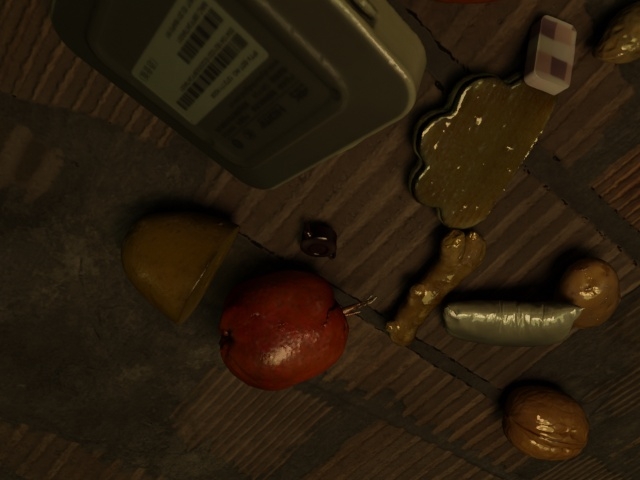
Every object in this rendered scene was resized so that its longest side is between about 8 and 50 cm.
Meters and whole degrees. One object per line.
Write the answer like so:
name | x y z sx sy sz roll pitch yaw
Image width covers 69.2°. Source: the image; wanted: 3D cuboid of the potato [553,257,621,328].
potato | 0.521 0.103 0.911 0.118 0.109 0.178 -11 141 18

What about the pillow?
pillow | 0.369 0.158 0.911 0.254 0.078 0.144 0 146 13

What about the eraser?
eraser | 0.339 -0.273 0.684 0.065 0.026 0.105 14 79 -11

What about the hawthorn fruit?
hawthorn fruit | -0.039 0.150 0.839 0.299 0.211 0.211 -14 122 -7

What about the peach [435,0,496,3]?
peach | 0.129 -0.402 0.407 0.372 0.290 0.373 1 132 1

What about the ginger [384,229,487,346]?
ginger | 0.216 0.101 0.903 0.118 0.065 0.299 9 123 -32

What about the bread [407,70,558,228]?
bread | 0.244 -0.156 0.762 0.207 0.056 0.286 18 117 -20

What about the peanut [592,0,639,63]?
peanut | 0.486 -0.320 0.673 0.187 0.082 0.082 -28 120 10

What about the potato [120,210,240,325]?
potato | -0.247 0.023 0.772 0.158 0.178 0.203 34 138 -6

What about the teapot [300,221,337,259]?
teapot | 0.000 0.000 0.840 0.068 0.045 0.100 -15 143 30

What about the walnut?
walnut | 0.524 0.425 1.083 0.197 0.165 0.165 20 117 -8

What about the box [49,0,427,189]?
box | -0.114 -0.225 0.551 0.373 0.090 0.367 38 151 -23
